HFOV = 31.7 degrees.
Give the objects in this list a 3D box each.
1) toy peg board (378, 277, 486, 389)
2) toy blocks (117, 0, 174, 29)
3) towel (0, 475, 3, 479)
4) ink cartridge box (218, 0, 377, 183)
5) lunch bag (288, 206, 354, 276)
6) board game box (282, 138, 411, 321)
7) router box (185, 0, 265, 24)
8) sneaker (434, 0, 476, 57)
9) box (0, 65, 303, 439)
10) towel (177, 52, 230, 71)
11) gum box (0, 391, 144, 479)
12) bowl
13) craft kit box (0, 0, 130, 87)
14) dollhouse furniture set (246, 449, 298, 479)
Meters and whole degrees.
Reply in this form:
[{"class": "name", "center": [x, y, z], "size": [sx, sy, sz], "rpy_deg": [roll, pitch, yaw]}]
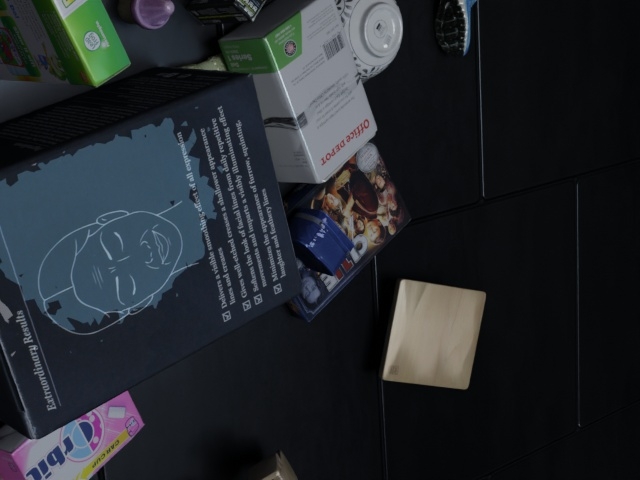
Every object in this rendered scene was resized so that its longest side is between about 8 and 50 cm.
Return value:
[{"class": "toy peg board", "center": [0.165, 0.146, 1.814], "size": [0.161, 0.079, 0.161], "rpy_deg": [9, 92, -25]}, {"class": "toy blocks", "center": [-0.176, -0.402, 1.279], "size": [0.309, 0.260, 0.288], "rpy_deg": [31, 78, -39]}, {"class": "towel", "center": [-0.420, 0.321, 1.374], "size": [0.197, 0.029, 0.144], "rpy_deg": [-23, 114, -35]}, {"class": "ink cartridge box", "center": [-0.026, -0.207, 1.539], "size": [0.160, 0.093, 0.219], "rpy_deg": [-44, 125, -40]}, {"class": "lunch bag", "center": [0.000, 0.000, 1.579], "size": [0.098, 0.067, 0.065], "rpy_deg": [47, 70, -37]}, {"class": "board game box", "center": [0.017, -0.022, 1.663], "size": [0.243, 0.042, 0.165], "rpy_deg": [-45, 124, -24]}, {"class": "router box", "center": [-0.108, -0.324, 1.443], "size": [0.038, 0.122, 0.092], "rpy_deg": [40, 72, -33]}, {"class": "sneaker", "center": [0.223, -0.366, 1.754], "size": [0.073, 0.063, 0.162], "rpy_deg": [-12, 106, -42]}, {"class": "box", "center": [-0.256, -0.005, 1.325], "size": [0.395, 0.212, 0.293], "rpy_deg": [-27, 115, -34]}, {"class": "towel", "center": [-0.137, -0.172, 1.508], "size": [0.110, 0.027, 0.148], "rpy_deg": [-29, 116, -39]}, {"class": "gum box", "center": [-0.313, 0.238, 1.408], "size": [0.188, 0.062, 0.107], "rpy_deg": [-44, 126, -38]}, {"class": "bowl", "center": [0.065, -0.302, 1.622], "size": [0.170, 0.080, 0.170], "rpy_deg": [-9, 105, -38]}, {"class": "craft kit box", "center": [-0.332, -0.284, 1.181], "size": [0.061, 0.247, 0.249], "rpy_deg": [-38, 122, -27]}, {"class": "dollhouse furniture set", "center": [-0.121, 0.490, 1.639], "size": [0.303, 0.198, 0.286], "rpy_deg": [-30, 97, 2]}]
